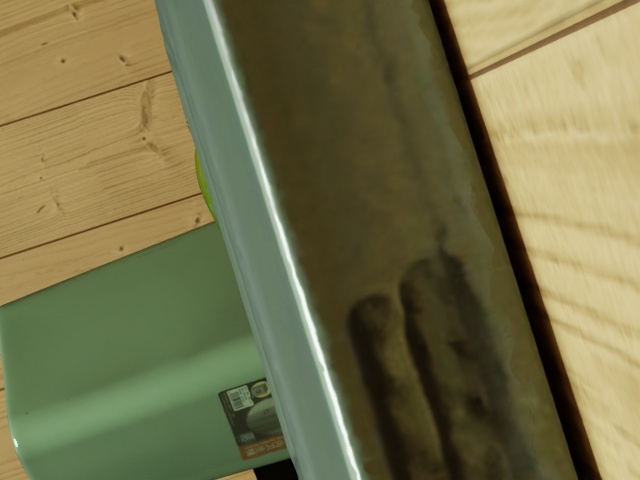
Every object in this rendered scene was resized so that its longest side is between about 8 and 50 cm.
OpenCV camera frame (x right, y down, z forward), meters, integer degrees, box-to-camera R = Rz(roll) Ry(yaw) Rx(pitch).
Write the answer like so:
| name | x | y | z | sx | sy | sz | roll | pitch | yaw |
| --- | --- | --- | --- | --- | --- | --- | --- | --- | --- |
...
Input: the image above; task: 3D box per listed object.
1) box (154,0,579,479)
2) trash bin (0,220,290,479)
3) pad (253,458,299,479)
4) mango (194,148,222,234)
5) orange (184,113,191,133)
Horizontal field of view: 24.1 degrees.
| name | x | y | z | sx | sy | sz | roll | pitch | yaw |
| --- | --- | --- | --- | --- | --- | --- | --- | --- | --- |
| box | 0.007 | -0.002 | 0.754 | 0.396 | 0.111 | 0.396 | 143 | 110 | -85 |
| trash bin | -0.107 | 0.109 | 1.379 | 0.223 | 0.343 | 0.158 | -113 | 3 | -51 |
| pad | 0.042 | 0.301 | 1.549 | 0.247 | 0.007 | 0.368 | -48 | -50 | -46 |
| mango | 0.000 | 0.000 | 1.025 | 0.251 | 0.114 | 0.156 | 59 | 165 | 9 |
| orange | -0.096 | -0.155 | 1.709 | 0.156 | 0.124 | 0.156 | -17 | -90 | -89 |
